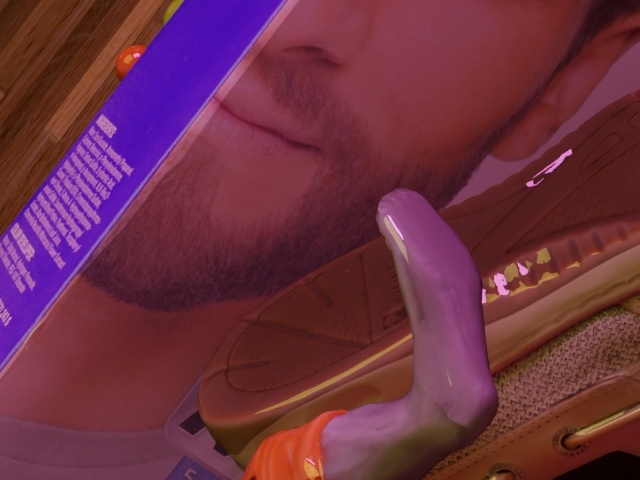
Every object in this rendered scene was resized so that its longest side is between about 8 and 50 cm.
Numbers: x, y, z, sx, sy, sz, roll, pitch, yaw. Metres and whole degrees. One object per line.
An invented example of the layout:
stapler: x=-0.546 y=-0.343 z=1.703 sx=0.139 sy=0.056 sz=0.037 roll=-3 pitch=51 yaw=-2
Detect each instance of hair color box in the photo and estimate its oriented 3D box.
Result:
hair color box: x=0.000 y=0.000 z=0.688 sx=0.339 sy=0.185 sz=0.110 roll=-53 pitch=24 yaw=0

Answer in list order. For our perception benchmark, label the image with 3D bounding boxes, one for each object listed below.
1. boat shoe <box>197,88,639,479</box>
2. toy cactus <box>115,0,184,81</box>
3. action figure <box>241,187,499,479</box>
boat shoe: x=0.108 y=0.021 z=0.581 sx=0.302 sy=0.098 sz=0.109 roll=-27 pitch=24 yaw=15
toy cactus: x=-0.052 y=-0.046 z=0.865 sx=0.112 sy=0.219 sz=0.180 roll=-10 pitch=39 yaw=4
action figure: x=-0.040 y=0.143 z=0.473 sx=0.330 sy=0.341 sz=0.178 roll=-46 pitch=52 yaw=20
